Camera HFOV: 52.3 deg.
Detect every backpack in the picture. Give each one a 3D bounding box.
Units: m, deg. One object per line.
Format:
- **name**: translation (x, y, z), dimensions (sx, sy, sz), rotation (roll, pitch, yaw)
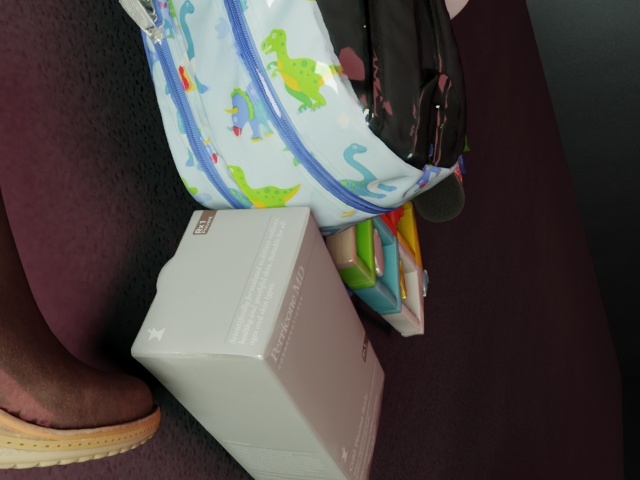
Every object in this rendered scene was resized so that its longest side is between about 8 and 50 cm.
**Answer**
- **backpack**: translation (-0.012, -0.181, 0.532), dimensions (0.290, 0.273, 0.356), rotation (6, 52, -61)

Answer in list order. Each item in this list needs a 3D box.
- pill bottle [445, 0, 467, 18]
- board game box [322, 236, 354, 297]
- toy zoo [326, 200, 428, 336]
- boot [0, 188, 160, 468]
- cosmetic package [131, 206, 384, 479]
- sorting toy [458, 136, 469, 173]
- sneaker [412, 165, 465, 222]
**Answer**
- **pill bottle**: translation (0.087, -0.413, 0.838), dimensions (0.283, 0.160, 0.160), rotation (44, 45, -47)
- **board game box**: translation (0.000, 0.000, 0.690), dimensions (0.169, 0.033, 0.133), rotation (-50, 125, -64)
- **toy zoo**: translation (0.077, -0.003, 0.794), dimensions (0.293, 0.030, 0.192), rotation (43, 40, -55)
- **boot**: translation (-0.170, 0.007, 0.328), dimensions (0.248, 0.090, 0.207), rotation (25, 58, -58)
- **cosmetic package**: translation (-0.030, 0.095, 0.503), dimensions (0.238, 0.107, 0.127), rotation (67, 30, -48)
- **sorting toy**: translation (0.180, -0.276, 1.082), dimensions (0.196, 0.047, 0.348), rotation (-39, 115, -62)
- **sneaker**: translation (0.125, -0.168, 0.876), dimensions (0.145, 0.090, 0.270), rotation (-89, 162, -66)
